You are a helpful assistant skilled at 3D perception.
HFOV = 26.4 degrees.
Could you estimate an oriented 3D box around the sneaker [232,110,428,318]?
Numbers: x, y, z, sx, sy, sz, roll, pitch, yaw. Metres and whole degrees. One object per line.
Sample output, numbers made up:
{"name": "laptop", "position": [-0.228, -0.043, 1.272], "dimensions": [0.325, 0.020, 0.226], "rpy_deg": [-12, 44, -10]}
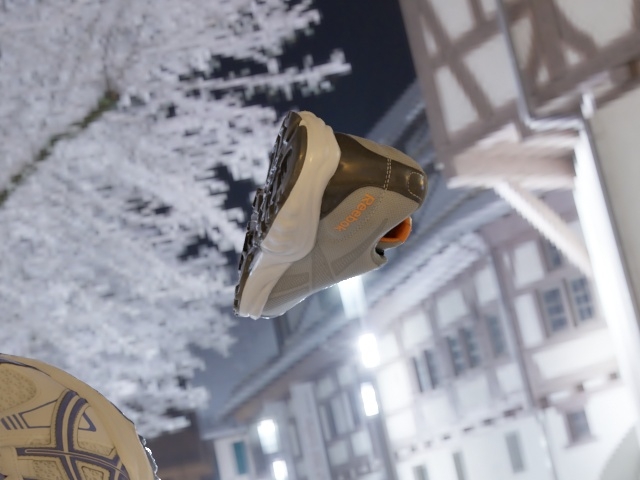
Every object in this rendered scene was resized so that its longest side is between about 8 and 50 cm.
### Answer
{"name": "sneaker", "position": [0.000, 0.000, 0.977], "dimensions": [0.108, 0.100, 0.271], "rpy_deg": [12, -19, -8]}

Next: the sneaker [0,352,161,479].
{"name": "sneaker", "position": [-0.132, 0.140, 0.626], "dimensions": [0.112, 0.296, 0.131], "rpy_deg": [-52, -34, 4]}
